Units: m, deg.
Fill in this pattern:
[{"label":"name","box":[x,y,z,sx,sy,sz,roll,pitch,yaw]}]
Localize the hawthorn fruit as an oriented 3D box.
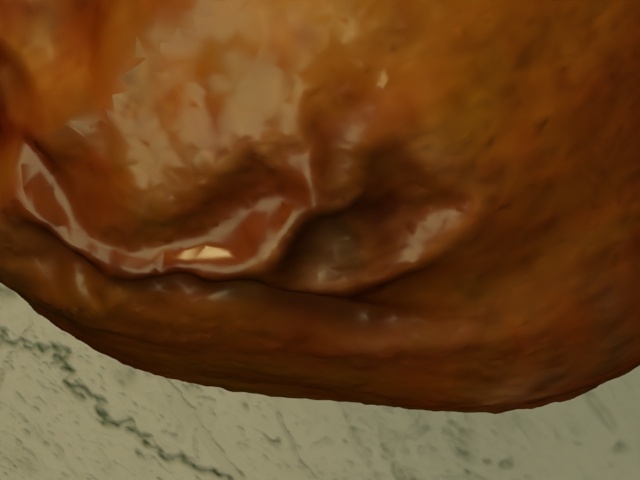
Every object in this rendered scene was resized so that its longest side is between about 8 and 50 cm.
[{"label":"hawthorn fruit","box":[0.009,-0.115,0.872,0.471,0.472,0.472,19,131,23]}]
